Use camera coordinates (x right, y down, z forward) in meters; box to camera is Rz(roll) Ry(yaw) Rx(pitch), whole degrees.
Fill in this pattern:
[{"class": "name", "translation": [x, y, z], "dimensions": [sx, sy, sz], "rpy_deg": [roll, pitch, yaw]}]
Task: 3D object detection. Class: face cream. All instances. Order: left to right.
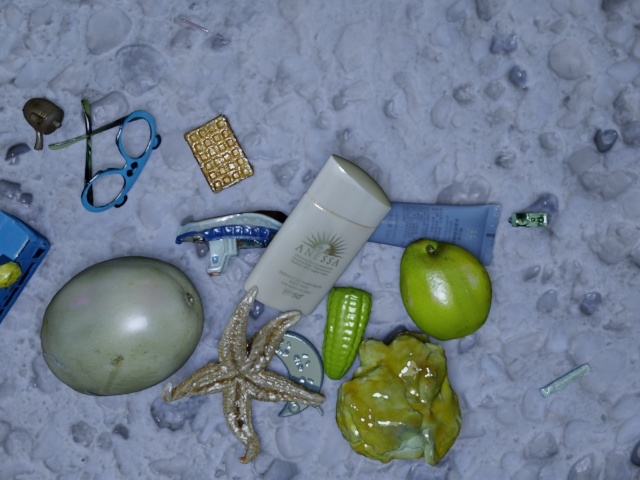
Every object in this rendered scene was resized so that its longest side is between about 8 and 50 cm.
[{"class": "face cream", "translation": [0.000, 0.000, 1.250], "dimensions": [0.173, 0.081, 0.348], "rpy_deg": [24, 118, -25]}, {"class": "face cream", "translation": [0.188, -0.032, 1.329], "dimensions": [0.385, 0.086, 0.136], "rpy_deg": [7, 102, -5]}]

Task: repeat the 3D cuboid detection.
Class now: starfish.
[{"class": "starfish", "translation": [-0.162, 0.283, 1.277], "dimensions": [0.327, 0.094, 0.375], "rpy_deg": [-12, 103, -18]}]

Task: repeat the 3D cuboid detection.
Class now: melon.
[{"class": "melon", "translation": [-0.397, 0.168, 1.236], "dimensions": [0.330, 0.268, 0.268], "rpy_deg": [-23, 92, 16]}]

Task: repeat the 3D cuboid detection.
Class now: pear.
[{"class": "pear", "translation": [0.253, 0.094, 1.281], "dimensions": [0.187, 0.187, 0.220], "rpy_deg": [-22, 101, 0]}]

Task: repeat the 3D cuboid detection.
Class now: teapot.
[{"class": "teapot", "translation": [-0.597, -0.244, 1.317], "dimensions": [0.080, 0.085, 0.110], "rpy_deg": [34, 111, 2]}]

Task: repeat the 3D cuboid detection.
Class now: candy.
[{"class": "candy", "translation": [0.049, 0.198, 1.329], "dimensions": [0.096, 0.097, 0.209], "rpy_deg": [12, 96, -1]}]

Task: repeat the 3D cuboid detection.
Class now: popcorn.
[{"class": "popcorn", "translation": [0.152, 0.321, 1.267], "dimensions": [0.276, 0.225, 0.276], "rpy_deg": [5, 83, -43]}]

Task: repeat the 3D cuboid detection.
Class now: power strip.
[{"class": "power strip", "translation": [-0.058, 0.291, 1.352], "dimensions": [0.137, 0.044, 0.216], "rpy_deg": [-24, 91, -1]}]

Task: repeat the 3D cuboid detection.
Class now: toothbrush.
[{"class": "toothbrush", "translation": [-0.256, -0.459, 1.346], "dimensions": [0.097, 0.008, 0.006], "rpy_deg": [23, 77, 0]}]

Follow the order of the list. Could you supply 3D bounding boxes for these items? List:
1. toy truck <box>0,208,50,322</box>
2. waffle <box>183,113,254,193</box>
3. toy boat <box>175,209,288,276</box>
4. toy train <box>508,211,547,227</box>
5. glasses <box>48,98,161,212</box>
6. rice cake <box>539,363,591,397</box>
[{"class": "toy truck", "translation": [-0.724, 0.111, 1.280], "dimensions": [0.161, 0.162, 0.385], "rpy_deg": [33, 90, -1]}, {"class": "waffle", "translation": [-0.216, -0.185, 1.337], "dimensions": [0.102, 0.042, 0.148], "rpy_deg": [-27, 92, -1]}, {"class": "toy boat", "translation": [-0.168, 0.007, 1.304], "dimensions": [0.262, 0.114, 0.115], "rpy_deg": [-9, 80, -8]}, {"class": "toy train", "translation": [0.451, -0.044, 1.344], "dimensions": [0.083, 0.053, 0.033], "rpy_deg": [-1, 91, 1]}, {"class": "glasses", "translation": [-0.473, -0.192, 1.303], "dimensions": [0.207, 0.102, 0.239], "rpy_deg": [28, 91, -2]}, {"class": "rice cake", "translation": [0.539, 0.309, 1.371], "dimensions": [0.121, 0.021, 0.022], "rpy_deg": [-30, 82, 1]}]
